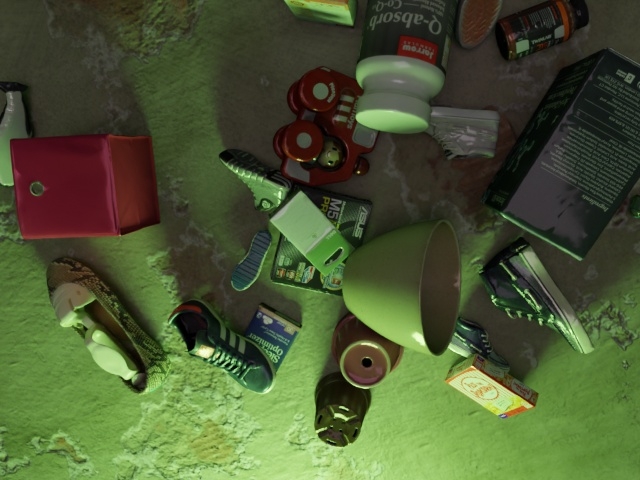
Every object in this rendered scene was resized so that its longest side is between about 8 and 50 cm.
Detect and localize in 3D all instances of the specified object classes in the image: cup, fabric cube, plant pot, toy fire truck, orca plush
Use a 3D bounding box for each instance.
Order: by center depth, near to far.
[{"bbox_3d":[0.195,0.111,1.377,0.236,0.331,0.331,1,100,30],"label":"cup"},{"bbox_3d":[0.030,-0.278,1.385,0.253,0.169,0.302,17,92,-15],"label":"toy fire truck"},{"bbox_3d":[-0.603,-0.144,1.436,0.258,0.259,0.254,-1,98,7],"label":"fabric cube"},{"bbox_3d":[0.123,0.297,1.461,0.201,0.180,0.201,1,100,8],"label":"plant pot"},{"bbox_3d":[0.053,0.472,1.506,0.166,0.165,0.167,1,100,7],"label":"plant pot"},{"bbox_3d":[-0.887,-0.295,1.528,0.102,0.151,0.287,5,105,38],"label":"orca plush"}]

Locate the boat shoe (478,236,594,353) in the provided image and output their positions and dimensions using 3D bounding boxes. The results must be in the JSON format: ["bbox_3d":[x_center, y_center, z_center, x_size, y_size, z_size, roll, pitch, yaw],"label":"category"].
[{"bbox_3d":[0.553,0.169,1.426,0.158,0.127,0.341,-34,86,18],"label":"boat shoe"}]

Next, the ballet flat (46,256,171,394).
[{"bbox_3d":[-0.622,0.243,1.542,0.164,0.182,0.483,-42,92,12],"label":"ballet flat"}]

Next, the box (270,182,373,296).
[{"bbox_3d":[0.000,0.000,1.461,0.216,0.060,0.270,13,101,-10],"label":"box"}]

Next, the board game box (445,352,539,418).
[{"bbox_3d":[0.454,0.391,1.461,0.193,0.045,0.147,33,145,2],"label":"board game box"}]

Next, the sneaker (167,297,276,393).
[{"bbox_3d":[-0.279,0.303,1.498,0.350,0.148,0.131,37,103,11],"label":"sneaker"}]

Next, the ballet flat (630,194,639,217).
[{"bbox_3d":[0.881,-0.097,1.358,0.203,0.074,0.074,-3,99,10],"label":"ballet flat"}]

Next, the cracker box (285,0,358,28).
[{"bbox_3d":[0.004,-0.573,1.301,0.155,0.232,0.067,12,100,5],"label":"cracker box"}]

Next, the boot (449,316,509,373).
[{"bbox_3d":[0.436,0.284,1.475,0.190,0.069,0.086,26,107,3],"label":"boot"}]

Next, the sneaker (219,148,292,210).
[{"bbox_3d":[-0.186,-0.148,1.477,0.228,0.086,0.132,29,130,20],"label":"sneaker"}]

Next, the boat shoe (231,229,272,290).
[{"bbox_3d":[-0.183,0.055,1.514,0.066,0.066,0.183,32,96,-1],"label":"boat shoe"}]

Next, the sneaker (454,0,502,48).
[{"bbox_3d":[0.373,-0.628,1.322,0.108,0.121,0.302,-3,119,-14],"label":"sneaker"}]

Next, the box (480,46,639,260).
[{"bbox_3d":[0.581,-0.194,1.264,0.212,0.293,0.396,29,101,2],"label":"box"}]

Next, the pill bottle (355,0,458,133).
[{"bbox_3d":[0.197,-0.448,1.274,0.210,0.210,0.363,9,86,5],"label":"pill bottle"}]

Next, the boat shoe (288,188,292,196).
[{"bbox_3d":[-0.070,-0.084,1.487,0.050,0.045,0.135,6,103,-9],"label":"boat shoe"}]

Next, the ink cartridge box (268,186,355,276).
[{"bbox_3d":[-0.023,-0.022,1.390,0.109,0.062,0.209,-43,105,3],"label":"ink cartridge box"}]

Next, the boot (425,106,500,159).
[{"bbox_3d":[0.321,-0.266,1.382,0.258,0.095,0.124,4,93,5],"label":"boot"}]

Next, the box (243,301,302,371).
[{"bbox_3d":[-0.163,0.307,1.572,0.136,0.036,0.225,29,103,2],"label":"box"}]

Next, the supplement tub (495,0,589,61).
[{"bbox_3d":[0.530,-0.512,1.312,0.197,0.106,0.106,-18,97,10],"label":"supplement tub"}]
